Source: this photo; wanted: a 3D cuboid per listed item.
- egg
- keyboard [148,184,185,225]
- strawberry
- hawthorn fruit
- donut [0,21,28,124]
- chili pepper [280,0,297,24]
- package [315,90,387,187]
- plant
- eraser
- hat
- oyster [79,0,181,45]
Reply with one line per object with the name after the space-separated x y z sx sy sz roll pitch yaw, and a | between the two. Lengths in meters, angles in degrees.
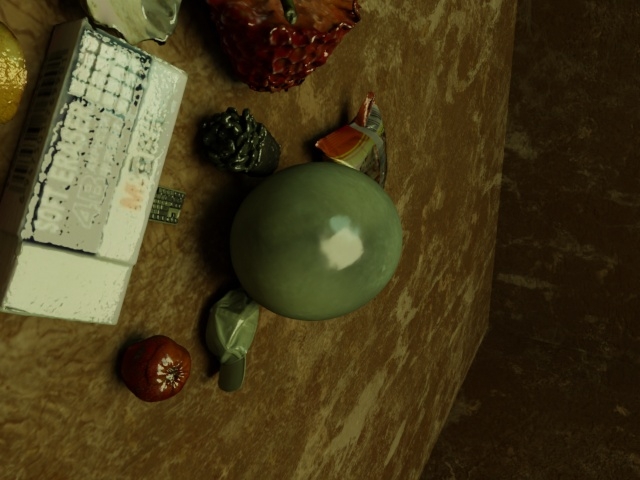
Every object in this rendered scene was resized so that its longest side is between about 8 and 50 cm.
0.000 0.000 0.816 0.352 0.259 0.258 -12 111 -62 | egg
-0.226 -0.051 0.647 0.129 0.015 0.049 14 88 -61 | keyboard
-0.075 -0.299 0.704 0.234 0.234 0.178 -52 174 -38 | strawberry
-0.221 0.169 0.670 0.093 0.093 0.093 -30 126 -53 | hawthorn fruit
-0.304 -0.152 0.458 0.083 0.067 0.038 -54 168 24 | donut
-0.097 -0.421 0.586 0.134 0.131 0.338 -44 126 -51 | chili pepper
0.078 -0.135 1.063 0.223 0.109 0.288 -53 145 -35 | package
-0.115 -0.140 0.737 0.143 0.092 0.094 10 99 -69 | plant
-0.243 -0.065 0.527 0.130 0.086 0.287 21 82 -48 | eraser
-0.149 0.156 0.821 0.122 0.081 0.166 -126 -133 -68 | hat
-0.212 -0.320 0.500 0.214 0.083 0.222 8 94 -60 | oyster
